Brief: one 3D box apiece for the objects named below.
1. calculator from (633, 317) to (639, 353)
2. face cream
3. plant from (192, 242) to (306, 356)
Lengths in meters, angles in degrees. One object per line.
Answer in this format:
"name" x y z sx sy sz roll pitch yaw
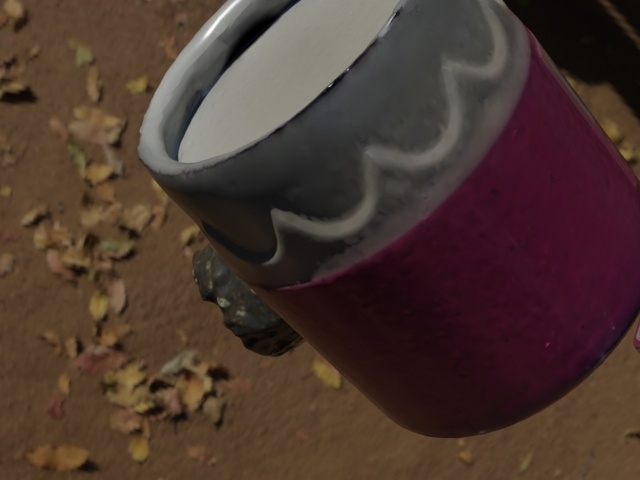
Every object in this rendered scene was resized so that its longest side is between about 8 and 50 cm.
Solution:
"calculator" 0.381 0.074 1.381 0.034 0.190 0.127 16 96 -1
"face cream" 0.038 -0.030 0.611 0.195 0.175 0.175 46 46 -27
"plant" 0.000 0.000 1.061 0.129 0.194 0.132 55 12 2
